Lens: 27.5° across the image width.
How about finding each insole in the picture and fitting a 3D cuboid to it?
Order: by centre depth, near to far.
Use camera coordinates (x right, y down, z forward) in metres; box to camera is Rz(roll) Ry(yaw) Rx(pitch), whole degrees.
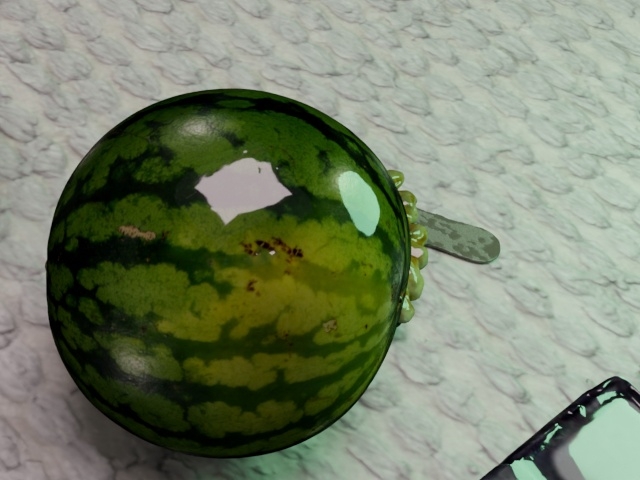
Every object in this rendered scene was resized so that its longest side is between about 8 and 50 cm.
[{"bbox_3d":[0.084,-0.019,1.287,0.193,0.006,0.065,18,41,4],"label":"insole"}]

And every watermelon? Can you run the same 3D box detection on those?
[{"bbox_3d":[-0.068,0.022,0.993,0.285,0.285,0.285,8,42,-7],"label":"watermelon"}]

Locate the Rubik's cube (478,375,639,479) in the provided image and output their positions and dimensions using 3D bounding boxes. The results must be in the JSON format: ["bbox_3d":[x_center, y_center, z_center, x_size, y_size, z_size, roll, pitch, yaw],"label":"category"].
[{"bbox_3d":[0.078,0.334,0.574,0.359,0.363,0.362,45,37,14],"label":"Rubik's cube"}]

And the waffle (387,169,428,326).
[{"bbox_3d":[0.001,-0.002,1.207,0.204,0.054,0.223,8,44,-5],"label":"waffle"}]
